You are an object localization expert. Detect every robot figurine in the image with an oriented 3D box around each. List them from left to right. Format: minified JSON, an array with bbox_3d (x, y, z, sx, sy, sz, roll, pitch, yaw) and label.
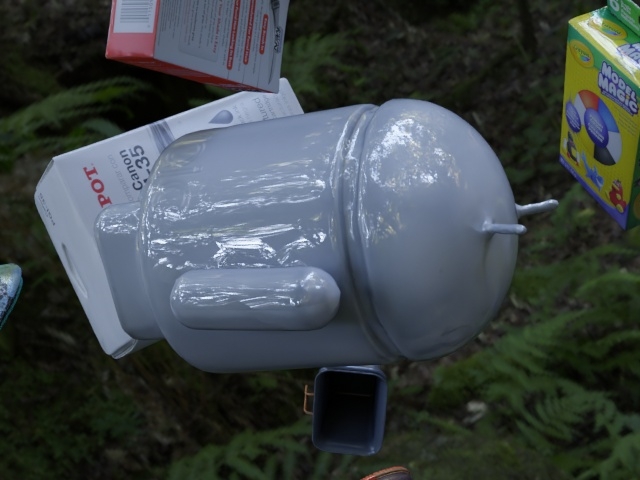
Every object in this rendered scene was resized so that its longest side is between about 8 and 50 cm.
[{"bbox_3d":[0.000,0.000,0.851,0.353,0.200,0.300,-6,20,23],"label":"robot figurine"}]

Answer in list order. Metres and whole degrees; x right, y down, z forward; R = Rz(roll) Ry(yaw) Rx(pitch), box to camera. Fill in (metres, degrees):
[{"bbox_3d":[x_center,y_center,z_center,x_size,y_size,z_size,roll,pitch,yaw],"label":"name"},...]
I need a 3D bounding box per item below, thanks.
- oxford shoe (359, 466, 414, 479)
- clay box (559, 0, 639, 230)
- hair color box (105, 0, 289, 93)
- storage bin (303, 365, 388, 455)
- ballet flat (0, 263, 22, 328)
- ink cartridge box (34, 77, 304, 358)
[{"bbox_3d":[0.066,0.437,1.620,0.098,0.097,0.271,17,38,41],"label":"oxford shoe"},{"bbox_3d":[0.297,-0.131,1.086,0.053,0.222,0.127,-24,48,-11],"label":"clay box"},{"bbox_3d":[-0.094,-0.176,0.869,0.053,0.167,0.093,7,91,32],"label":"hair color box"},{"bbox_3d":[0.032,0.177,1.303,0.098,0.135,0.091,5,35,4],"label":"storage bin"},{"bbox_3d":[-0.283,0.075,0.810,0.070,0.070,0.188,-18,39,32],"label":"ballet flat"},{"bbox_3d":[-0.128,-0.025,1.158,0.283,0.207,0.117,-24,-5,-28],"label":"ink cartridge box"}]
